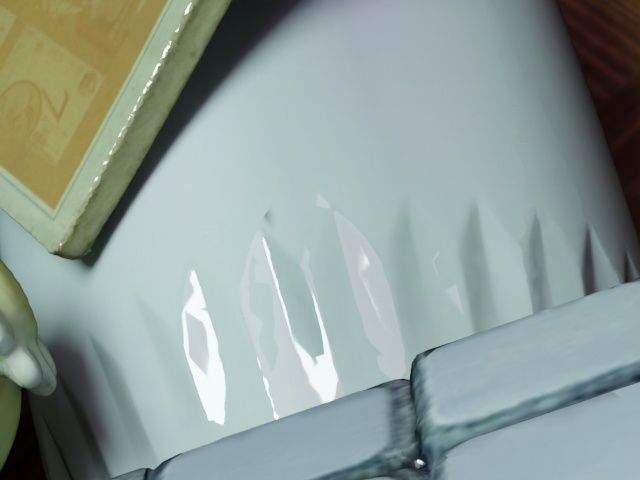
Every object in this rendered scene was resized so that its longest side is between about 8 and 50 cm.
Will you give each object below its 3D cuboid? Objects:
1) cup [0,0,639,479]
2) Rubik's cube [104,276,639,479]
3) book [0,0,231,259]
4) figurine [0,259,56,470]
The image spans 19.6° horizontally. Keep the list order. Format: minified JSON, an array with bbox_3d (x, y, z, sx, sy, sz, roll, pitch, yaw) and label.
[{"bbox_3d":[0.000,0.000,0.733,0.253,0.253,0.371,-21,53,7],"label":"cup"},{"bbox_3d":[0.077,0.216,0.399,0.337,0.344,0.344,-20,12,5],"label":"Rubik's cube"},{"bbox_3d":[-0.109,-0.113,0.695,0.242,0.018,0.170,36,98,47],"label":"book"},{"bbox_3d":[-0.226,0.019,0.670,0.226,0.274,0.394,-55,30,-8],"label":"figurine"}]
